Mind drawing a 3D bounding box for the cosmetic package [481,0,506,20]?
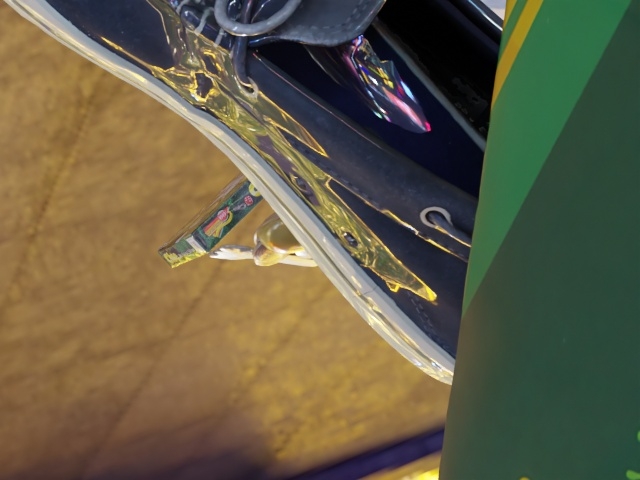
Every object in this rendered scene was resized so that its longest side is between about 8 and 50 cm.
[{"bbox_3d":[0.265,-0.285,1.513,0.377,0.097,0.284,12,-121,50],"label":"cosmetic package"}]

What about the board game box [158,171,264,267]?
[{"bbox_3d":[-0.052,-0.075,1.693,0.260,0.030,0.136,-46,-169,-20],"label":"board game box"}]

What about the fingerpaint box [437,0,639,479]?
[{"bbox_3d":[0.272,-0.033,0.531,0.444,0.371,0.163,0,-166,-29],"label":"fingerpaint box"}]

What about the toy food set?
[{"bbox_3d":[0.000,0.000,1.448,0.132,0.039,0.192,7,156,-32],"label":"toy food set"}]

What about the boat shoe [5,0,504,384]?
[{"bbox_3d":[-0.017,-0.129,0.843,0.156,0.500,0.187,-34,-165,48],"label":"boat shoe"}]
